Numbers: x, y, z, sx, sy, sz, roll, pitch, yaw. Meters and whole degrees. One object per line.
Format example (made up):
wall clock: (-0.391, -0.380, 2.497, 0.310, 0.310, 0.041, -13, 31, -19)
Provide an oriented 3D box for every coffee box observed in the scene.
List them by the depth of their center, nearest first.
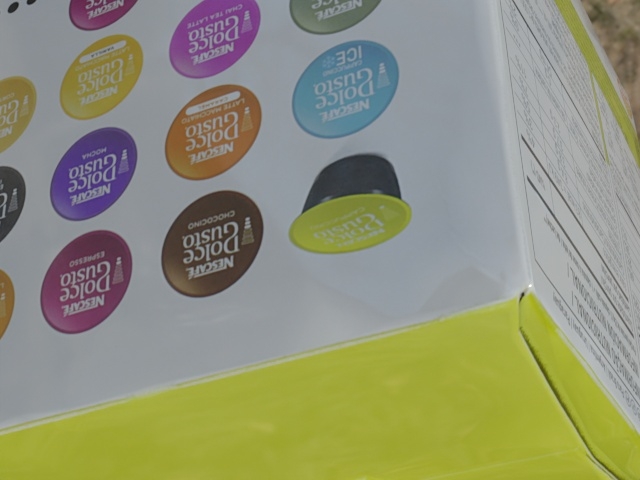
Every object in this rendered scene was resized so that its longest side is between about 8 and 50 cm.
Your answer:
coffee box: (0.000, 0.000, 0.679, 0.338, 0.338, 0.334, 44, 36, -50)
